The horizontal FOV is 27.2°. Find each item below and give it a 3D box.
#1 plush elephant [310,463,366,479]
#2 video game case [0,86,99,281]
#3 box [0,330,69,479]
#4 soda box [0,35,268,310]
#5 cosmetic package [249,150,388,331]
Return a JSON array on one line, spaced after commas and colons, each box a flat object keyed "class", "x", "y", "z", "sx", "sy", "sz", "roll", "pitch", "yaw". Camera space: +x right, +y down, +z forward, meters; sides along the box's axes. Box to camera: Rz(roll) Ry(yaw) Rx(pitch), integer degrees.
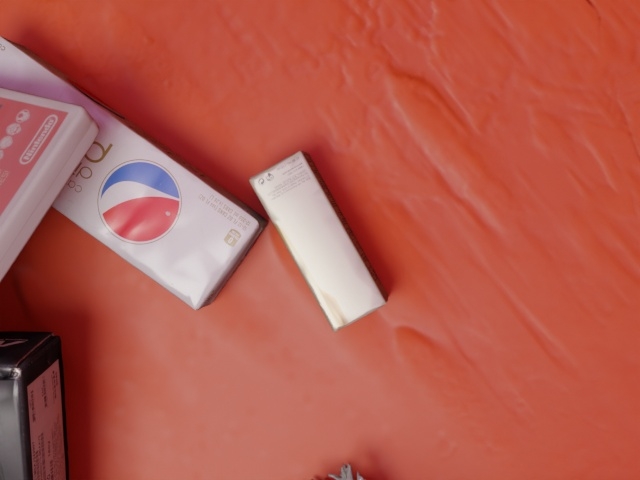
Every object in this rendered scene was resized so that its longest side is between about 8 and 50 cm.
[{"class": "plush elephant", "x": 0.033, "y": 0.314, "z": 0.770, "sx": 0.330, "sy": 0.272, "sz": 0.255, "roll": 43, "pitch": 52, "yaw": 17}, {"class": "video game case", "x": -0.295, "y": -0.023, "z": 0.806, "sx": 0.285, "sy": 0.025, "sz": 0.204, "roll": 15, "pitch": 64, "yaw": 31}, {"class": "box", "x": -0.314, "y": 0.256, "z": 0.835, "sx": 0.318, "sy": 0.097, "sz": 0.395, "roll": 0, "pitch": 101, "yaw": 7}, {"class": "soda box", "x": -0.143, "y": -0.045, "z": 0.879, "sx": 0.216, "sy": 0.069, "sz": 0.074, "roll": 36, "pitch": 93, "yaw": 3}, {"class": "cosmetic package", "x": 0.000, "y": 0.000, "z": 0.876, "sx": 0.041, "sy": 0.060, "sz": 0.115, "roll": -29, "pitch": 88, "yaw": 5}]
